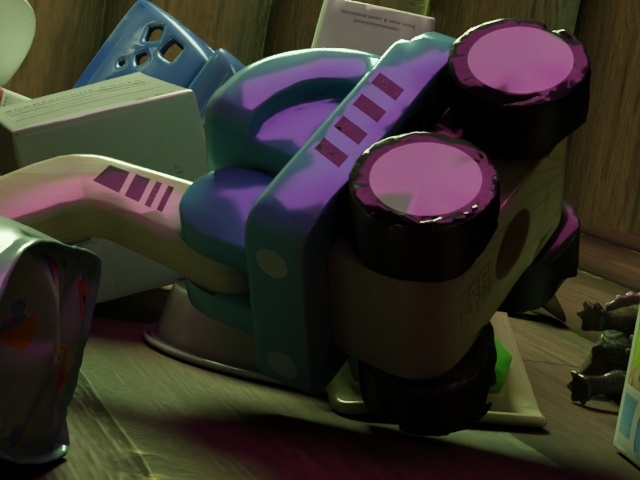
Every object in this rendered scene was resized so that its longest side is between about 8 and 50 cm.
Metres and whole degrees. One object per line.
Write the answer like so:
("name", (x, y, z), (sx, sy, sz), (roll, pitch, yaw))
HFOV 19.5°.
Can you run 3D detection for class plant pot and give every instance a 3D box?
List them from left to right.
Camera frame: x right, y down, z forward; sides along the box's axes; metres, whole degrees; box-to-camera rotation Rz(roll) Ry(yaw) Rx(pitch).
("plant pot", (-0.156, -0.114, 2.221), (0.212, 0.236, 0.236), (27, -9, 45))

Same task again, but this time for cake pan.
("cake pan", (-0.009, 0.081, 1.647), (0.293, 0.054, 0.293), (10, 5, -1))

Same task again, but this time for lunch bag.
("lunch bag", (-0.258, 0.048, 1.037), (0.223, 0.160, 0.262), (11, 0, 5))

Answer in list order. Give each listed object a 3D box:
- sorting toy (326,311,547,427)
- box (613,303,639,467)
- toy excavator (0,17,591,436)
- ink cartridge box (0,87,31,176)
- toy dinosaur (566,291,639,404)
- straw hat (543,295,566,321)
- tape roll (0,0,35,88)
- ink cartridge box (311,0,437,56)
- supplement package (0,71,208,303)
("sorting toy", (0.079, 0.065, 1.530), (0.193, 0.038, 0.208), (7, 43, -26))
("box", (0.304, 0.080, 1.413), (0.103, 0.203, 0.114), (8, 6, -9))
("toy excavator", (-0.069, -0.017, 1.420), (0.445, 0.222, 0.433), (21, 50, 25))
("ink cartridge box", (-0.374, -0.092, 2.076), (0.092, 0.158, 0.218), (17, -1, 24))
("toy dinosaur", (0.326, 0.104, 1.657), (0.160, 0.121, 0.313), (-12, 14, -37))
("straw hat", (0.232, 0.056, 2.246), (0.061, 0.144, 0.144), (-32, 10, -3))
("tape roll", (-0.497, -0.177, 2.051), (0.072, 0.392, 0.392), (56, 20, 12))
("ink cartridge box", (0.032, -0.071, 1.870), (0.117, 0.283, 0.207), (13, -13, 9))
("supplement package", (-0.215, -0.055, 1.827), (0.175, 0.177, 0.293), (-15, 11, -12))
